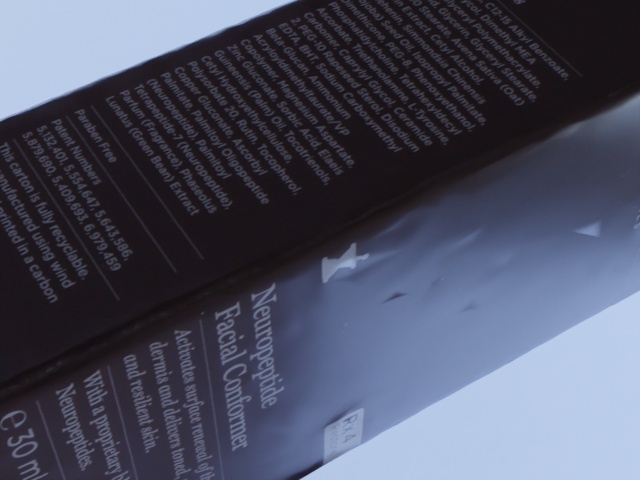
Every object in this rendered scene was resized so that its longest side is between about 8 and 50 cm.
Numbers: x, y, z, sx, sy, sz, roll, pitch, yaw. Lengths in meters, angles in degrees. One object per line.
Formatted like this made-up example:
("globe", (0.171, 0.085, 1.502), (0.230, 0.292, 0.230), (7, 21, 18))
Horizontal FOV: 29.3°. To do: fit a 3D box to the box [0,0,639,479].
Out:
("box", (0.000, 0.000, 0.587), (0.381, 0.191, 0.143), (-28, -124, -19))
